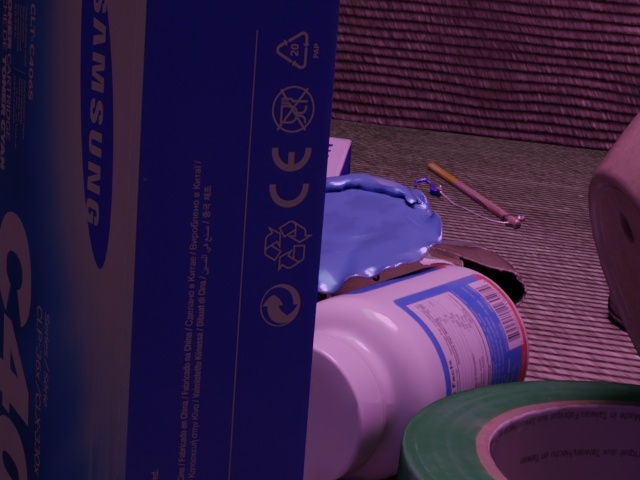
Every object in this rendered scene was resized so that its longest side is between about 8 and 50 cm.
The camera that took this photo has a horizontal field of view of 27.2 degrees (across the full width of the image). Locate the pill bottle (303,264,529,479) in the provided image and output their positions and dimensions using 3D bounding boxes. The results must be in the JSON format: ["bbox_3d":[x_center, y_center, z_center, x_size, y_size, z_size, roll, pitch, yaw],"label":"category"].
[{"bbox_3d":[0.043,0.091,0.889,0.124,0.124,0.221,13,14,31],"label":"pill bottle"}]

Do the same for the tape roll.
[{"bbox_3d":[0.200,0.164,0.735,0.321,0.077,0.321,6,13,-1],"label":"tape roll"}]

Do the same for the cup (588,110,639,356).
[{"bbox_3d":[0.298,-0.007,0.769,0.237,0.331,0.331,-22,14,-2],"label":"cup"}]

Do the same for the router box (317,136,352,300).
[{"bbox_3d":[-0.148,0.003,1.089,0.301,0.082,0.335,7,30,7],"label":"router box"}]

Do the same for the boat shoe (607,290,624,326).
[{"bbox_3d":[0.378,0.050,1.213,0.132,0.130,0.355,1,13,-21],"label":"boat shoe"}]

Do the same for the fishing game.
[{"bbox_3d":[0.000,0.000,0.988,0.264,0.041,0.189,-18,28,-23],"label":"fishing game"}]

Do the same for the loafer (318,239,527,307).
[{"bbox_3d":[0.093,0.036,1.236,0.251,0.094,0.087,-3,10,-35],"label":"loafer"}]

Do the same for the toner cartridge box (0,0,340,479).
[{"bbox_3d":[-0.073,0.045,0.513,0.075,0.347,0.165,-3,14,-29],"label":"toner cartridge box"}]
